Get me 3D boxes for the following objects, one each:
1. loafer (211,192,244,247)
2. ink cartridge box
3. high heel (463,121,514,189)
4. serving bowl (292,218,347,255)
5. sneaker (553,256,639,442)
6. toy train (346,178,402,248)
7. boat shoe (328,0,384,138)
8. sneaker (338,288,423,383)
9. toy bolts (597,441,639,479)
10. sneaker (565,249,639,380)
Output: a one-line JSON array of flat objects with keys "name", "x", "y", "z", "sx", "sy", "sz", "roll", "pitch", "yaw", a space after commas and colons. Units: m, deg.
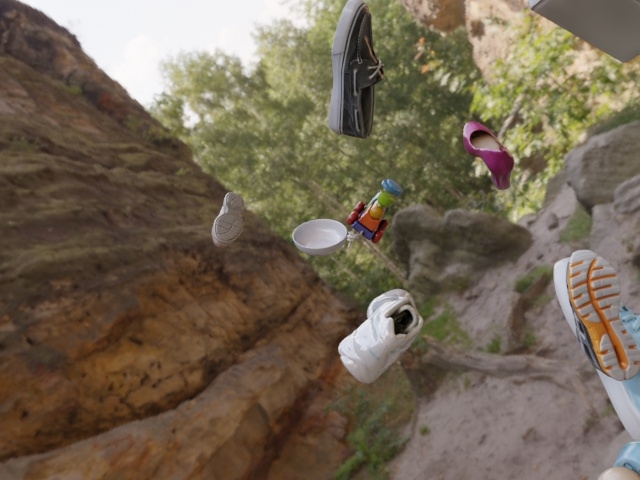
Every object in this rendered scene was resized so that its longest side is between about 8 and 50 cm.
[{"name": "loafer", "x": -0.146, "y": -0.026, "z": 1.003, "sx": 0.039, "sy": 0.045, "sz": 0.125, "roll": -56, "pitch": 17, "yaw": 35}, {"name": "ink cartridge box", "x": 0.380, "y": -0.435, "z": 0.891, "sx": 0.129, "sy": 0.223, "sz": 0.307, "roll": -34, "pitch": 53, "yaw": 48}, {"name": "high heel", "x": 0.391, "y": -0.235, "z": 1.507, "sx": 0.082, "sy": 0.117, "sz": 0.244, "roll": -13, "pitch": 47, "yaw": 6}, {"name": "serving bowl", "x": 0.000, "y": 0.000, "z": 0.970, "sx": 0.083, "sy": 0.083, "sz": 0.027, "roll": -49, "pitch": -38, "yaw": -48}, {"name": "sneaker", "x": 0.554, "y": 0.171, "z": 1.124, "sx": 0.135, "sy": 0.366, "sz": 0.150, "roll": 8, "pitch": -37, "yaw": -47}, {"name": "toy train", "x": 0.146, "y": -0.071, "z": 1.701, "sx": 0.143, "sy": 0.105, "sz": 0.248, "roll": -54, "pitch": 0, "yaw": 26}, {"name": "boat shoe", "x": 0.099, "y": -0.404, "z": 1.529, "sx": 0.121, "sy": 0.119, "sz": 0.335, "roll": -48, "pitch": -30, "yaw": -45}, {"name": "sneaker", "x": 0.070, "y": 0.076, "z": 0.579, "sx": 0.061, "sy": 0.053, "sz": 0.152, "roll": -43, "pitch": -2, "yaw": 25}, {"name": "toy bolts", "x": 0.429, "y": 0.253, "z": 0.746, "sx": 0.158, "sy": 0.218, "sz": 0.228, "roll": -15, "pitch": -14, "yaw": -28}, {"name": "sneaker", "x": 0.445, "y": 0.122, "z": 1.040, "sx": 0.084, "sy": 0.214, "sz": 0.083, "roll": -12, "pitch": -7, "yaw": -4}]
